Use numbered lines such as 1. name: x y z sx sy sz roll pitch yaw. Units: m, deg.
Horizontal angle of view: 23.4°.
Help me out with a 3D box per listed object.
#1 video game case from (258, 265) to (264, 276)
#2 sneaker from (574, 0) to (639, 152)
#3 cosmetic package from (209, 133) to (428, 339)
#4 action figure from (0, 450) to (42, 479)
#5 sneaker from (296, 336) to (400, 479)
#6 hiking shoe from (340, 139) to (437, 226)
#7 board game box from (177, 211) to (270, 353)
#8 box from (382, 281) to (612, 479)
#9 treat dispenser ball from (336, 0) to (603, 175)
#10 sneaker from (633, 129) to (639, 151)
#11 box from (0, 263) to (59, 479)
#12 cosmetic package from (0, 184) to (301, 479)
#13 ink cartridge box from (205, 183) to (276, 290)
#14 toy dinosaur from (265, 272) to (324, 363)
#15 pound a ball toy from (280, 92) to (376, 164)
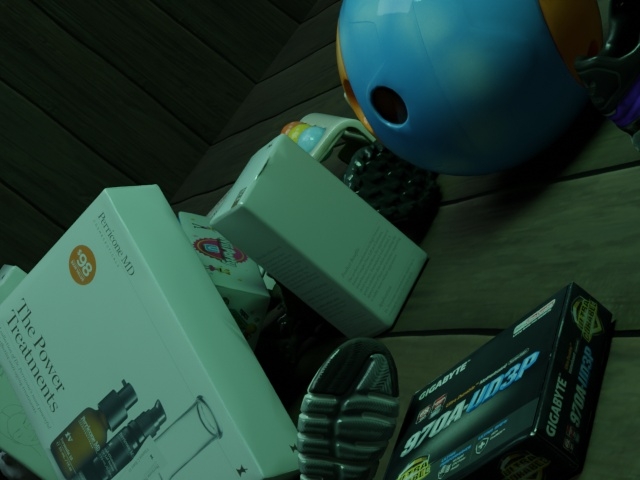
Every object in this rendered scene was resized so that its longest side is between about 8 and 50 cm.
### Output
1. video game case: -0.121 0.131 2.123 0.206 0.026 0.227 -71 1 -56
2. sneaker: 0.341 -0.233 1.411 0.293 0.146 0.102 -53 13 -3
3. cosmetic package: 0.000 0.000 1.764 0.085 0.231 0.117 -31 24 53
4. action figure: -0.469 0.326 2.416 0.330 0.178 0.341 137 130 -73
5. sneaker: 0.013 0.196 1.405 0.132 0.086 0.229 -165 87 -87
6. hiking shoe: 0.077 -0.058 1.955 0.132 0.113 0.304 -51 -2 26
7. board game box: -0.158 0.149 1.906 0.224 0.097 0.303 -115 40 -65
8. box: 0.138 0.154 1.272 0.220 0.051 0.175 -41 17 42
9. treat dispenser ball: 0.160 -0.213 1.669 0.288 0.288 0.288 -48 13 15
10. sneaker: 0.340 -0.120 1.323 0.170 0.051 0.089 -49 17 26
11. box: -0.369 0.220 2.191 0.215 0.345 0.168 -53 13 -10
12. cosmetic package: -0.206 0.170 1.753 0.284 0.377 0.097 -43 -21 31
13. ink cartridge box: -0.122 0.003 2.410 0.207 0.119 0.353 -47 11 8
14. toy dinosaur: -0.009 0.053 1.979 0.160 0.121 0.313 -42 0 16
15. pound a ball toy: 0.027 -0.156 2.320 0.208 0.135 0.319 -52 13 -1
